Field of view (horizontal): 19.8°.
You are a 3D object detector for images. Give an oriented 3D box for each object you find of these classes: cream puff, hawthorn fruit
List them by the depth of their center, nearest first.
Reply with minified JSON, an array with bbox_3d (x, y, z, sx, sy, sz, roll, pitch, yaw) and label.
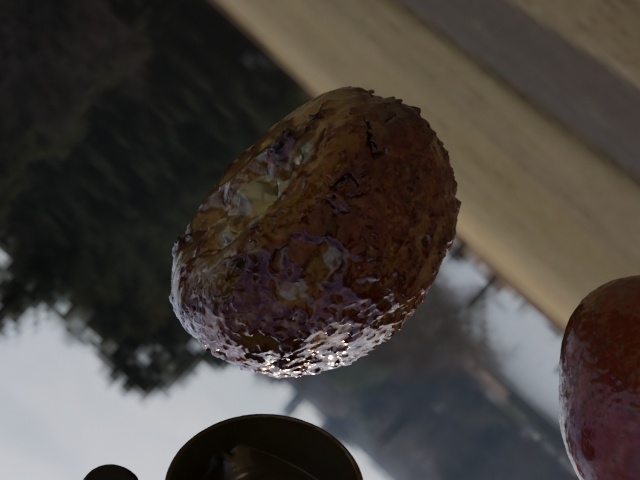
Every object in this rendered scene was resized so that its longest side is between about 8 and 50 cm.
[{"bbox_3d":[0.188,0.088,0.954,0.133,0.133,0.138,42,-140,-15],"label":"hawthorn fruit"},{"bbox_3d":[-0.001,0.001,1.340,0.164,0.240,0.240,36,-179,-23],"label":"cream puff"}]

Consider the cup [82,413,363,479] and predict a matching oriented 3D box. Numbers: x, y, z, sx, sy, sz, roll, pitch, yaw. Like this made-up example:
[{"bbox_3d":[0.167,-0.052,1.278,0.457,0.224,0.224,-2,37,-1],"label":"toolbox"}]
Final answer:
[{"bbox_3d":[-0.075,0.243,1.314,0.177,0.239,0.166,92,159,-44],"label":"cup"}]
